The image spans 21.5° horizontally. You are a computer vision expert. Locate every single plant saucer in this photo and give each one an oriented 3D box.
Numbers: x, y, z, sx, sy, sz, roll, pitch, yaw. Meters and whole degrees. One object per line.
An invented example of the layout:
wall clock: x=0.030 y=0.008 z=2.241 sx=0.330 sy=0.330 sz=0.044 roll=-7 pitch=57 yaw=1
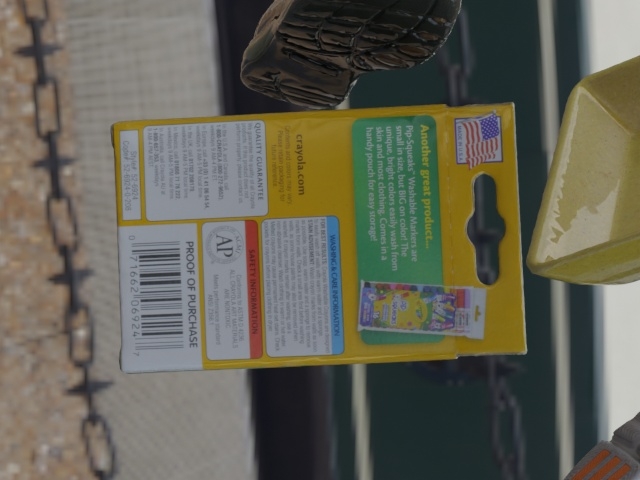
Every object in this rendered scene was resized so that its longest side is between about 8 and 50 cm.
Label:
plant saucer: x=0.372 y=-0.089 z=1.534 sx=0.081 sy=0.332 sz=0.333 roll=54 pitch=33 yaw=-23

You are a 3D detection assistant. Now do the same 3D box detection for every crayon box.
crayon box: x=0.000 y=0.000 z=1.363 sx=0.083 sy=0.322 sz=0.203 roll=25 pitch=62 yaw=-83

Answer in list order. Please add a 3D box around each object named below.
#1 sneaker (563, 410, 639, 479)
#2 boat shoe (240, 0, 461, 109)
sneaker: x=0.371 y=0.197 z=1.485 sx=0.180 sy=0.321 sz=0.124 roll=51 pitch=0 yaw=-18
boat shoe: x=0.022 y=-0.209 z=1.438 sx=0.122 sy=0.324 sz=0.120 roll=22 pitch=73 yaw=-21
